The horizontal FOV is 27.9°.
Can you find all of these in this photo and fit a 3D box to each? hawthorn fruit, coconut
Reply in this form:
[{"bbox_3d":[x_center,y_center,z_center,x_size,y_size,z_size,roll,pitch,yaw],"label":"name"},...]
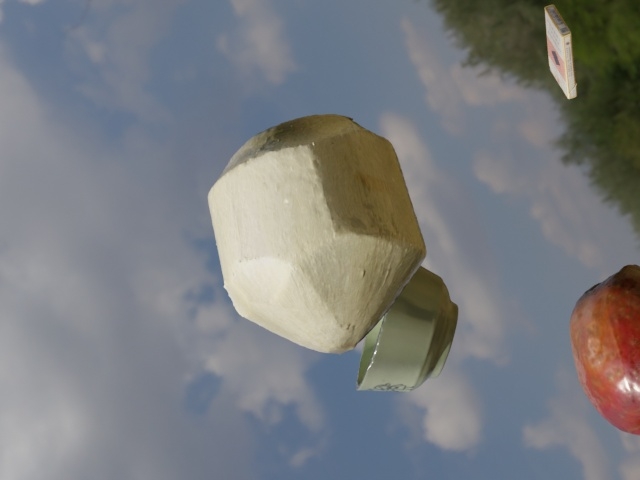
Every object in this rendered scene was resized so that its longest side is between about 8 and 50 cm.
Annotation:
[{"bbox_3d":[0.492,0.159,1.880,0.262,0.258,0.258,55,-170,34],"label":"hawthorn fruit"},{"bbox_3d":[0.000,0.000,1.475,0.237,0.237,0.265,17,-121,-67],"label":"coconut"}]

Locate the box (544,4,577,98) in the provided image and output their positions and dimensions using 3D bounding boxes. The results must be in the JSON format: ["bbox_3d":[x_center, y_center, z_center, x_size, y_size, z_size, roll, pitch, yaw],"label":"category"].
[{"bbox_3d":[0.227,-0.178,1.218,0.083,0.012,0.046,70,179,-50],"label":"box"}]

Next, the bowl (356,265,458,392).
[{"bbox_3d":[0.130,0.131,1.863,0.112,0.211,0.211,18,-156,-1],"label":"bowl"}]
